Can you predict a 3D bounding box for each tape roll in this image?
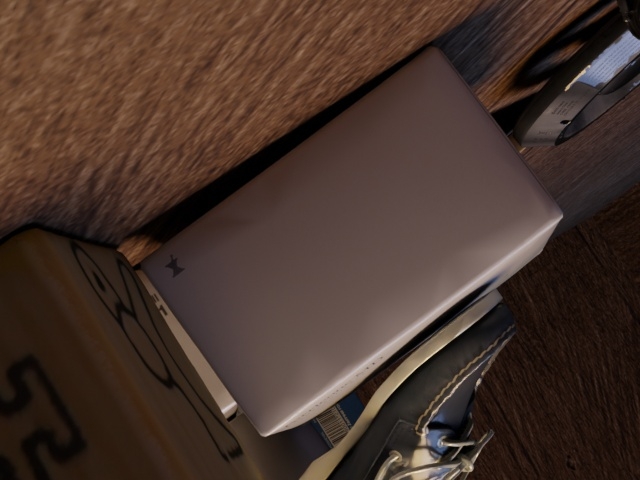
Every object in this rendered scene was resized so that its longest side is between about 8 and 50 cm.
[{"bbox_3d":[-0.094,0.204,1.127,0.219,0.072,0.219,-36,172,-6],"label":"tape roll"}]

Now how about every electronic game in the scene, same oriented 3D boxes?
[{"bbox_3d":[0.243,-0.154,1.185,0.229,0.048,0.229,-39,172,-7],"label":"electronic game"}]

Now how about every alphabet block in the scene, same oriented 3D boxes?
[{"bbox_3d":[-0.158,0.129,0.816,0.193,0.197,0.192,-33,172,2],"label":"alphabet block"}]

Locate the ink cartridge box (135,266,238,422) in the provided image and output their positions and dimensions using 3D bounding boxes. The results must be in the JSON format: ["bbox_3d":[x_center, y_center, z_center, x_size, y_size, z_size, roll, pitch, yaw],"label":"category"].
[{"bbox_3d":[-0.172,0.136,1.098,0.201,0.117,0.278,-32,172,-10],"label":"ink cartridge box"}]

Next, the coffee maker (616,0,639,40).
[{"bbox_3d":[0.269,-0.167,0.940,0.171,0.120,0.178,-34,172,18],"label":"coffee maker"}]

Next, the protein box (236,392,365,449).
[{"bbox_3d":[-0.067,0.203,1.344,0.201,0.199,0.136,-26,166,-29],"label":"protein box"}]

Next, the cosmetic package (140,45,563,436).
[{"bbox_3d":[0.027,0.010,0.986,0.224,0.138,0.225,-37,171,1],"label":"cosmetic package"}]

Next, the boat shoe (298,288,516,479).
[{"bbox_3d":[0.061,0.133,0.972,0.095,0.079,0.254,-21,154,-51],"label":"boat shoe"}]

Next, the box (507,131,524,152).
[{"bbox_3d":[0.151,-0.065,1.357,0.201,0.021,0.164,-39,177,-40],"label":"box"}]
